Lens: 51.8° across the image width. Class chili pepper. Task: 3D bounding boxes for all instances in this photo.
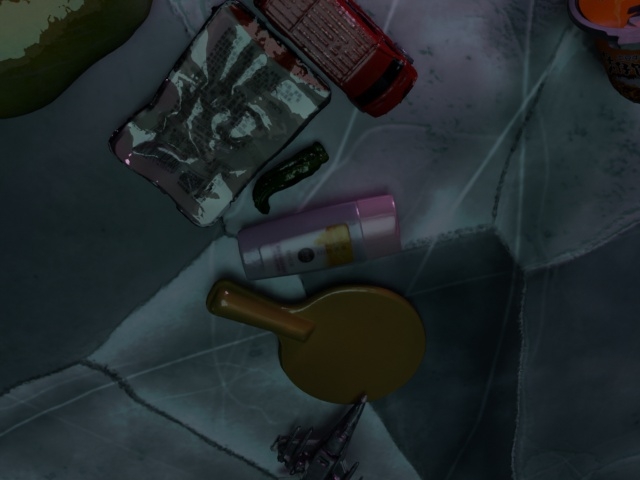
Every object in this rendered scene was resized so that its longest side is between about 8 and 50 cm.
[{"bbox_3d":[-0.042,-0.072,0.782,0.118,0.035,0.055,-43,145,17],"label":"chili pepper"}]

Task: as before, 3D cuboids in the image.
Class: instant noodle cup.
[{"bbox_3d":[0.360,-0.223,0.685,0.208,0.177,0.126,-48,132,-15],"label":"instant noodle cup"}]

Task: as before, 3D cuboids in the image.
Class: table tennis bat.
[{"bbox_3d":[-0.003,0.126,0.890,0.320,0.050,0.198,24,115,-19],"label":"table tennis bat"}]

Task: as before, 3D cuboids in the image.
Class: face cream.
[{"bbox_3d":[0.000,0.000,0.818,0.198,0.057,0.084,-12,119,2],"label":"face cream"}]

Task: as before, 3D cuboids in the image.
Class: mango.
[{"bbox_3d":[-0.292,-0.216,0.648,0.250,0.114,0.157,-26,110,9],"label":"mango"}]

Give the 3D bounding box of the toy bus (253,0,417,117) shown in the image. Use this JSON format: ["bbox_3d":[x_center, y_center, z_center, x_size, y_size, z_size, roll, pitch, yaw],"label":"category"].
[{"bbox_3d":[0.023,-0.208,0.694,0.195,0.089,0.081,40,108,-22],"label":"toy bus"}]

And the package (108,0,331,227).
[{"bbox_3d":[-0.116,-0.136,0.752,0.166,0.040,0.232,38,101,-25],"label":"package"}]

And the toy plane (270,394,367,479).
[{"bbox_3d":[0.006,0.321,0.963,0.160,0.082,0.234,34,123,15],"label":"toy plane"}]
